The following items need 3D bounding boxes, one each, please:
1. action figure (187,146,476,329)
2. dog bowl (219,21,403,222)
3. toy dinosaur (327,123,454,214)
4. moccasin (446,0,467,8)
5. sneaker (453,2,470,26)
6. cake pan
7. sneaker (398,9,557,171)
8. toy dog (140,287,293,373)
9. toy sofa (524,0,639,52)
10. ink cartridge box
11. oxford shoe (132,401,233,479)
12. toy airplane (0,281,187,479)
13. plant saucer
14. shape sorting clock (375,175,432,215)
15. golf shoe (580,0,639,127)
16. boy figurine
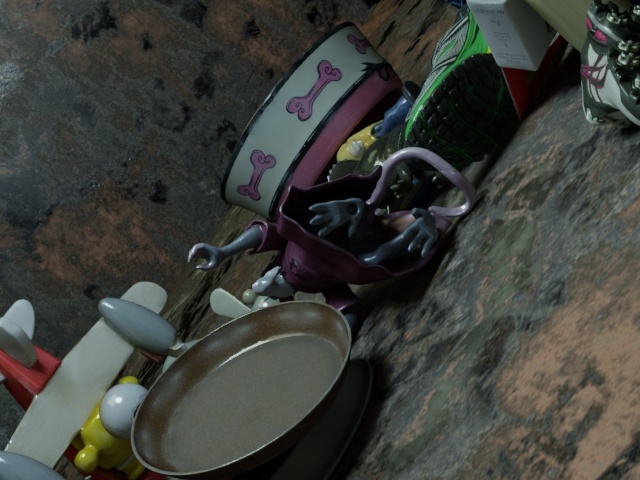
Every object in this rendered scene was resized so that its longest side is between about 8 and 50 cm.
[{"bbox_3d":[0.000,0.000,1.723,0.275,0.248,0.370,-48,5,-25],"label":"action figure"},{"bbox_3d":[-0.003,-0.195,2.257,0.408,0.150,0.408,-52,-8,-10],"label":"dog bowl"},{"bbox_3d":[0.113,-0.112,1.812,0.313,0.121,0.160,-41,39,28],"label":"toy dinosaur"},{"bbox_3d":[0.289,-0.458,2.046,0.342,0.117,0.137,179,92,-67],"label":"moccasin"},{"bbox_3d":[0.274,-0.336,1.977,0.106,0.101,0.267,-61,12,-17],"label":"sneaker"},{"bbox_3d":[-0.042,0.263,1.594,0.293,0.054,0.293,-50,12,16],"label":"cake pan"},{"bbox_3d":[0.212,-0.223,1.749,0.146,0.134,0.343,-6,39,53],"label":"sneaker"},{"bbox_3d":[-0.199,0.176,2.174,0.333,0.161,0.220,-51,13,13],"label":"toy dog"},{"bbox_3d":[0.416,-0.405,1.512,0.177,0.150,0.362,-21,34,60],"label":"toy sofa"},{"bbox_3d":[0.318,-0.348,1.646,0.066,0.261,0.296,14,65,34],"label":"ink cartridge box"},{"bbox_3d":[-0.190,0.277,1.663,0.123,0.130,0.348,-55,13,-18],"label":"oxford shoe"},{"bbox_3d":[-0.370,0.252,1.906,0.272,0.384,0.386,-13,79,44],"label":"toy airplane"},{"bbox_3d":[-0.092,0.193,1.530,0.311,0.050,0.310,-23,26,12],"label":"plant saucer"},{"bbox_3d":[0.137,-0.098,1.962,0.206,0.040,0.206,-50,12,15],"label":"shape sorting clock"},{"bbox_3d":[0.340,-0.164,1.314,0.273,0.105,0.120,-83,5,-61],"label":"golf shoe"},{"bbox_3d":[0.098,-0.153,2.090,0.177,0.092,0.285,-11,-31,-52],"label":"boy figurine"}]
